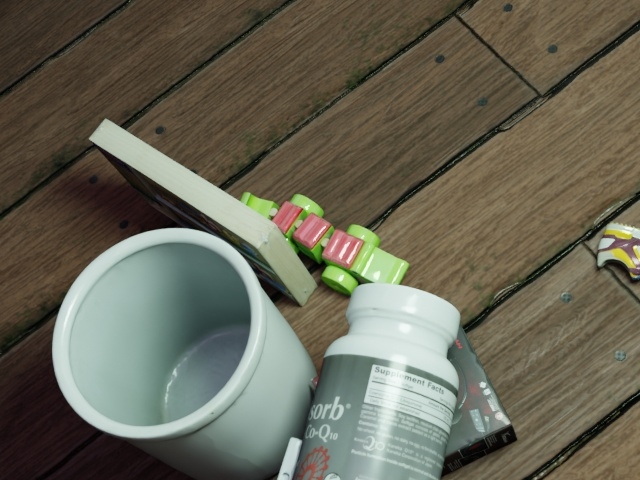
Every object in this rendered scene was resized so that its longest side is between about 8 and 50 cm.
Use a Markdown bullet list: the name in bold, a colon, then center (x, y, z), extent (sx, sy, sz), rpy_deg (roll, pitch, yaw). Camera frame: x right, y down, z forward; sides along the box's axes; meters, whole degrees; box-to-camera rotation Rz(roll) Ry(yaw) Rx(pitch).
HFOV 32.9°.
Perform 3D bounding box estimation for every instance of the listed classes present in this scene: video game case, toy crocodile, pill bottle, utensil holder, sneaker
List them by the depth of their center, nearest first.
- **pill bottle**: center (0.088, 0.263, 1.598), extent (0.210, 0.210, 0.363), rpy_deg (8, 69, 19)
- **video game case**: center (-0.066, 0.425, 1.685), extent (0.026, 0.227, 0.206), rpy_deg (17, 71, 6)
- **utensil holder**: center (-0.193, 0.203, 1.734), extent (0.327, 0.385, 0.328), rpy_deg (-6, 65, 13)
- **sneaker**: center (0.550, 0.033, 1.785), extent (0.185, 0.069, 0.084), rpy_deg (15, 79, 28)
- **toy crocodile**: center (0.000, 0.000, 1.932), extent (0.340, 0.105, 0.115), rpy_deg (28, 76, 25)

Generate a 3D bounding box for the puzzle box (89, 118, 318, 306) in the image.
- **puzzle box**: center (-0.204, -0.048, 1.920), extent (0.408, 0.272, 0.052), rpy_deg (32, 77, 27)

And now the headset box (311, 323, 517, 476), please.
- **headset box**: center (0.137, 0.281, 1.757), extent (0.293, 0.110, 0.218), rpy_deg (-26, 63, 3)
